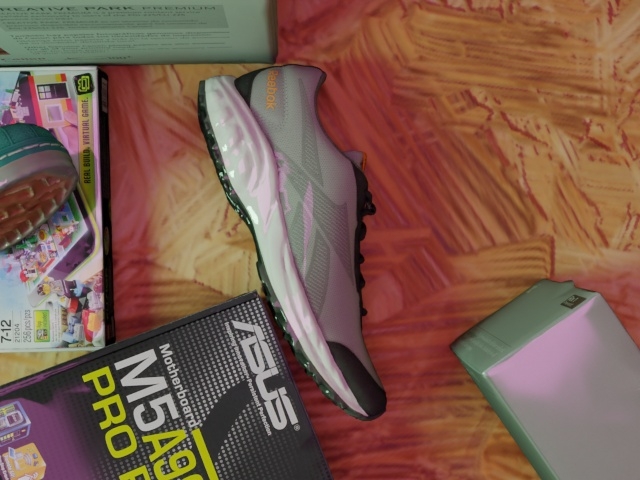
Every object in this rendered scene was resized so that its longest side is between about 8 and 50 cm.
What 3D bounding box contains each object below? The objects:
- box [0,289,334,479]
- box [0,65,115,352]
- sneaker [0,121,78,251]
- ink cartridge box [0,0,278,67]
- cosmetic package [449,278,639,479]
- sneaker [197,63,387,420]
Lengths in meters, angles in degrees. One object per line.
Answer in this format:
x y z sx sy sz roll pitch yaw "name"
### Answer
-0.096 0.197 0.597 0.216 0.060 0.270 -19 83 -18 "box"
-0.214 -0.022 0.646 0.114 0.036 0.207 -2 91 -2 "box"
-0.304 -0.026 0.581 0.302 0.108 0.121 -23 82 16 "sneaker"
-0.181 -0.189 0.527 0.309 0.272 0.130 -1 91 -3 "ink cartridge box"
0.204 0.150 0.623 0.107 0.127 0.238 -38 91 -1 "cosmetic package"
0.000 0.000 0.627 0.108 0.100 0.271 -20 92 -7 "sneaker"
